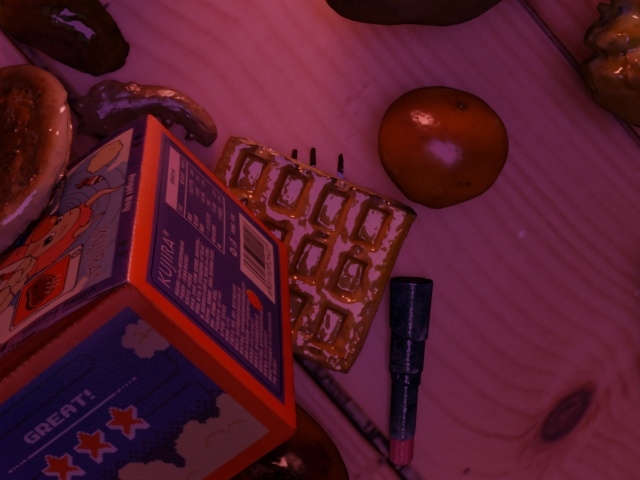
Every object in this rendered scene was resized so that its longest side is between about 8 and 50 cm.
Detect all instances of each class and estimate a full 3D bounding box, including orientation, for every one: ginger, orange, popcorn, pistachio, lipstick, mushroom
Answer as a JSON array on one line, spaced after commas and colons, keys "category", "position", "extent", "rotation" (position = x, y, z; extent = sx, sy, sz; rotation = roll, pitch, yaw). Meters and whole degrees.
[{"category": "ginger", "position": [-0.208, -0.153, 1.653], "extent": [0.173, 0.051, 0.069], "rotation": [6, 98, -4]}, {"category": "orange", "position": [0.143, -0.108, 1.648], "extent": [0.159, 0.159, 0.136], "rotation": [17, 127, -7]}, {"category": "popcorn", "position": [0.419, -0.221, 1.636], "extent": [0.221, 0.204, 0.184], "rotation": [-13, 77, -2]}, {"category": "pistachio", "position": [-0.305, -0.259, 1.634], "extent": [0.173, 0.049, 0.089], "rotation": [26, 91, -8]}, {"category": "lipstick", "position": [0.109, 0.164, 1.714], "extent": [0.053, 0.053, 0.234], "rotation": [1, 97, -6]}, {"category": "mushroom", "position": [-0.117, 0.282, 1.640], "extent": [0.254, 0.267, 0.267], "rotation": [-17, 98, 30]}]

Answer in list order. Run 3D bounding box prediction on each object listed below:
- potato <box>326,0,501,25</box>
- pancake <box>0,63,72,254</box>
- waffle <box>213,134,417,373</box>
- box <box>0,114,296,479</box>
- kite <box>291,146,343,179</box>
[{"category": "potato", "position": [0.158, -0.363, 1.596], "extent": [0.351, 0.202, 0.218], "rotation": [-24, 86, 5]}, {"category": "pancake", "position": [-0.379, -0.090, 1.547], "extent": [0.282, 0.282, 0.049], "rotation": [-47, 135, 0]}, {"category": "waffle", "position": [-0.036, 0.018, 1.671], "extent": [0.248, 0.055, 0.221], "rotation": [23, 98, -3]}, {"category": "box", "position": [-0.225, 0.103, 1.460], "extent": [0.318, 0.349, 0.257], "rotation": [-34, 117, 18]}, {"category": "kite", "position": [0.000, -0.001, 1.708], "extent": [0.127, 0.016, 0.229], "rotation": [2, 98, -9]}]
